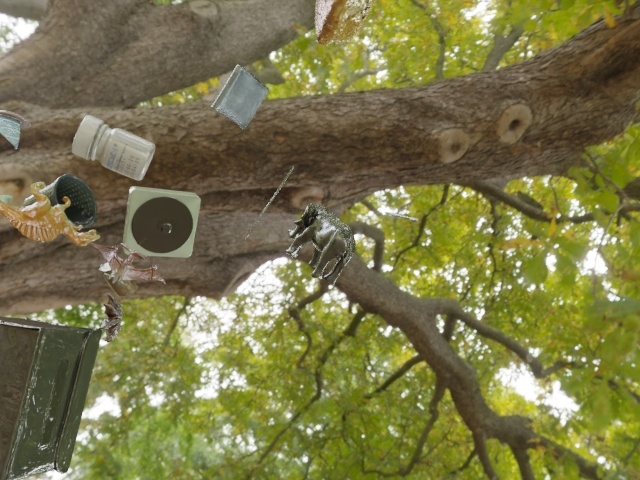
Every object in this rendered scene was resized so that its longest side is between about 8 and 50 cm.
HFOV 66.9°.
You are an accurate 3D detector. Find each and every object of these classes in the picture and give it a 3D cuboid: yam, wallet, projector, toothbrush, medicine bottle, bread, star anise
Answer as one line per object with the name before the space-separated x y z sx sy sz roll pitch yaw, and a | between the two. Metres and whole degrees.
yam | -0.703 0.132 1.688 0.084 0.084 0.127 12 -50 44
wallet | -0.263 -0.471 1.608 0.036 0.222 0.167 36 -82 16
projector | -0.611 -0.069 1.860 0.079 0.259 0.257 34 -66 54
toothbrush | 0.267 -0.080 1.619 0.167 0.011 0.014 23 -33 58
medicine bottle | -0.499 -0.222 1.177 0.168 0.105 0.105 24 -31 -19
bread | 0.056 -0.577 1.153 0.245 0.121 0.174 170 -68 -73
star anise | -0.585 0.223 1.365 0.141 0.042 0.141 -176 -90 -83

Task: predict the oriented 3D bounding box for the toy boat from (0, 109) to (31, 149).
toy boat | -0.744 -0.266 1.151 0.034 0.096 0.122 -57 -138 26

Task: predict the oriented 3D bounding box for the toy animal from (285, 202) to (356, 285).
toy animal | 0.003 0.001 1.171 0.245 0.114 0.146 34 -79 39

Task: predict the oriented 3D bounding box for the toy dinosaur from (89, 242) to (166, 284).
toy dinosaur | -0.469 0.058 1.163 0.220 0.108 0.032 28 -42 2

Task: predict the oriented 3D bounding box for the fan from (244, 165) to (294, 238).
fan | -0.098 -0.072 0.932 0.005 0.113 0.175 34 -68 -7

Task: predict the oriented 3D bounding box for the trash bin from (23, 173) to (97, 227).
trash bin | -0.826 -0.105 1.520 0.161 0.175 0.175 -14 -71 15

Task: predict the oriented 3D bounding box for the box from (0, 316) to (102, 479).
box | -0.714 0.356 1.132 0.251 0.345 0.204 6 -11 16

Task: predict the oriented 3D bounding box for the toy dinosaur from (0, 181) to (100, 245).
toy dinosaur | -0.548 -0.038 0.917 0.057 0.212 0.142 -44 -108 34
